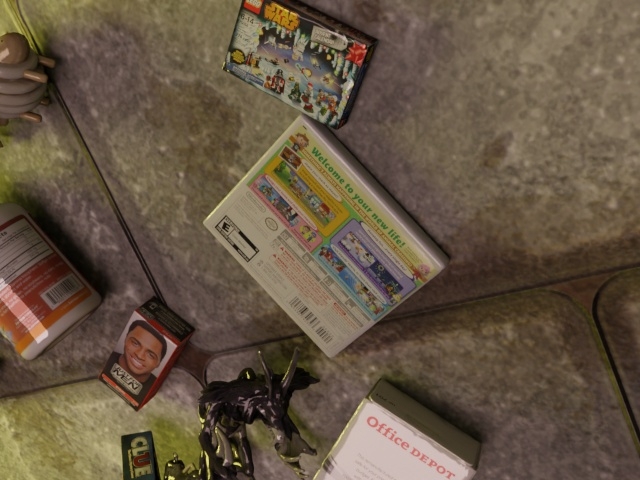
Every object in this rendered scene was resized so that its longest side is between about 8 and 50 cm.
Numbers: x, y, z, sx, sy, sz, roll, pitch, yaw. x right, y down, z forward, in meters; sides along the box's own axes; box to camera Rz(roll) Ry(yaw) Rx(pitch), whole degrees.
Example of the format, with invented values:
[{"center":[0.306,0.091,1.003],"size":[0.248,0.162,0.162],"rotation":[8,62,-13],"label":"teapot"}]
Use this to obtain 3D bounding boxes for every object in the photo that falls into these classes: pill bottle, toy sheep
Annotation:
[{"center":[-0.384,0.033,1.079],"size":[0.216,0.121,0.121],"rotation":[49,125,-2],"label":"pill bottle"},{"center":[-0.350,-0.178,0.982],"size":[0.091,0.091,0.132],"rotation":[33,130,9],"label":"toy sheep"}]

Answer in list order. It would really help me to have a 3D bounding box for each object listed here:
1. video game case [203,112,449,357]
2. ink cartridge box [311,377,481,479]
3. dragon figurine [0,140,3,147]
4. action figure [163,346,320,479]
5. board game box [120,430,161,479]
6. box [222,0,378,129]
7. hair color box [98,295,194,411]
[{"center":[0.000,0.000,0.927],"size":[0.212,0.023,0.193],"rotation":[47,125,0],"label":"video game case"},{"center":[0.069,0.272,0.960],"size":[0.140,0.082,0.190],"rotation":[33,105,10],"label":"ink cartridge box"},{"center":[-0.457,-0.111,0.997],"size":[0.144,0.289,0.085],"rotation":[-21,109,-6],"label":"dragon figurine"},{"center":[-0.084,0.238,1.009],"size":[0.141,0.164,0.275],"rotation":[60,138,24],"label":"action figure"},{"center":[-0.218,0.395,1.135],"size":[0.042,0.165,0.243],"rotation":[-9,125,-9],"label":"board game box"},{"center":[-0.022,-0.180,0.847],"size":[0.137,0.027,0.094],"rotation":[29,123,12],"label":"box"},{"center":[-0.222,0.145,1.098],"size":[0.072,0.043,0.141],"rotation":[38,124,7],"label":"hair color box"}]
